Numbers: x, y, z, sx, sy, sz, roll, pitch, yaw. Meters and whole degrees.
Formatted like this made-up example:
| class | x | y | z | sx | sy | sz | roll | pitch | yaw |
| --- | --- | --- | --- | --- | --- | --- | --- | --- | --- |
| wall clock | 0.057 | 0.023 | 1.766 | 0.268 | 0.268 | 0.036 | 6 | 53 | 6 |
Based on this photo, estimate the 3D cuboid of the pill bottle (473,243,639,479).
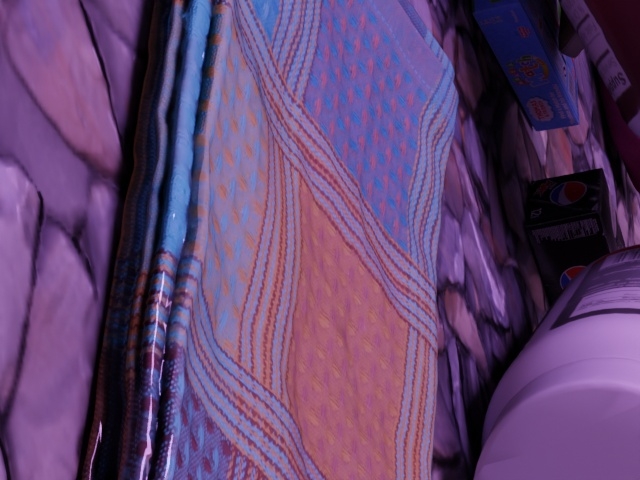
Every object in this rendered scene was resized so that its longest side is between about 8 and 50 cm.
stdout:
| class | x | y | z | sx | sy | sz | roll | pitch | yaw |
| --- | --- | --- | --- | --- | --- | --- | --- | --- | --- |
| pill bottle | 0.182 | 0.106 | 0.961 | 0.283 | 0.161 | 0.161 | -35 | 113 | -68 |

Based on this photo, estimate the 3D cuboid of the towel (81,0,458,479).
| class | x | y | z | sx | sy | sz | roll | pitch | yaw |
| --- | --- | --- | --- | --- | --- | --- | --- | --- | --- |
| towel | 0.000 | 0.000 | 0.692 | 0.271 | 0.040 | 0.370 | 55 | 31 | -48 |

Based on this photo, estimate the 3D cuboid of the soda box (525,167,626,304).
| class | x | y | z | sx | sy | sz | roll | pitch | yaw |
| --- | --- | --- | --- | --- | --- | --- | --- | --- | --- |
| soda box | 0.194 | 0.035 | 1.194 | 0.060 | 0.053 | 0.169 | -74 | 148 | -52 |

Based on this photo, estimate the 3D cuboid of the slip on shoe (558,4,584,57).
| class | x | y | z | sx | sy | sz | roll | pitch | yaw |
| --- | --- | --- | --- | --- | --- | --- | --- | --- | --- |
| slip on shoe | 0.177 | -0.186 | 1.167 | 0.051 | 0.041 | 0.135 | 131 | -21 | -61 |

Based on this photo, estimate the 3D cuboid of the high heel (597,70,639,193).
| class | x | y | z | sx | sy | sz | roll | pitch | yaw |
| --- | --- | --- | --- | --- | --- | --- | --- | --- | --- |
| high heel | 0.285 | -0.231 | 1.574 | 0.181 | 0.127 | 0.377 | 102 | -12 | -55 |

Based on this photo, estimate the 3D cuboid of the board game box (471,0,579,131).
| class | x | y | z | sx | sy | sz | roll | pitch | yaw |
| --- | --- | --- | --- | --- | --- | --- | --- | --- | --- |
| board game box | 0.144 | -0.209 | 1.201 | 0.160 | 0.039 | 0.212 | 50 | 36 | -55 |

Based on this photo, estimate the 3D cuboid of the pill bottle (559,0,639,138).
| class | x | y | z | sx | sy | sz | roll | pitch | yaw |
| --- | --- | --- | --- | --- | --- | --- | --- | --- | --- |
| pill bottle | 0.249 | -0.194 | 1.041 | 0.392 | 0.224 | 0.224 | 61 | 18 | 6 |
